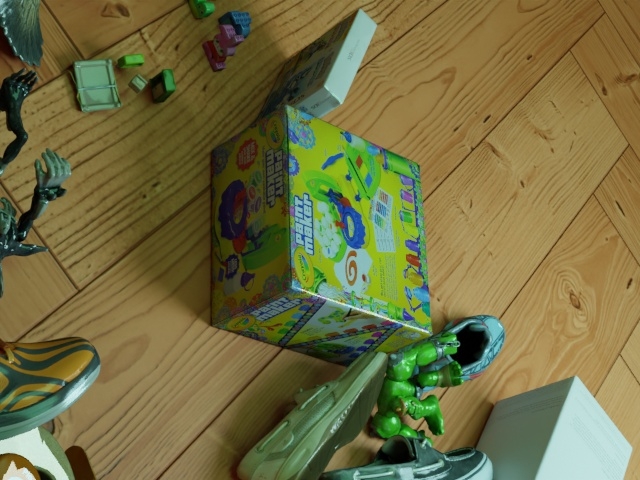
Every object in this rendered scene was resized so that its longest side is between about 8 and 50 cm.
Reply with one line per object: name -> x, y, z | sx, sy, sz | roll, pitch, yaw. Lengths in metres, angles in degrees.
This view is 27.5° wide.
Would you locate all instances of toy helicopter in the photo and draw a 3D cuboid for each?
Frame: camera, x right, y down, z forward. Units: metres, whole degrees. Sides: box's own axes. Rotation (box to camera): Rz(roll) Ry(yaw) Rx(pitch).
toy helicopter -> -0.304, 0.373, 1.465 | 0.235, 0.140, 0.355 | -21, 96, -59

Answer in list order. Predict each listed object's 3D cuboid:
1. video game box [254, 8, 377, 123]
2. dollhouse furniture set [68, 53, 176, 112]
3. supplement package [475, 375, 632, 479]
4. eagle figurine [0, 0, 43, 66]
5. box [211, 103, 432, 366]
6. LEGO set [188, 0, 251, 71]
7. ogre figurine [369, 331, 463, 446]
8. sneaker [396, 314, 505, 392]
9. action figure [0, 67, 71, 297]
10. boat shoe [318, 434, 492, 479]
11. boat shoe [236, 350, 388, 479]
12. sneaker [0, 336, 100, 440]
video game box -> -0.013, -0.246, 2.030 | 0.048, 0.187, 0.205 | 43, 43, -22
dollhouse furniture set -> -0.286, -0.219, 1.854 | 0.151, 0.058, 0.076 | -10, 84, -29
supplement package -> 0.348, 0.390, 2.073 | 0.177, 0.175, 0.293 | 51, 41, -15
eagle figurine -> -0.384, -0.418, 1.738 | 0.298, 0.226, 0.225 | 53, 21, -4
box -> 0.000, 0.000, 1.918 | 0.279, 0.177, 0.290 | 21, 56, -38
LEGO set -> -0.152, -0.389, 2.033 | 0.087, 0.093, 0.227 | -18, 83, -50
ogre figurine -> 0.138, 0.236, 1.976 | 0.118, 0.197, 0.097 | 2, 40, -28
sneaker -> 0.243, 0.177, 2.116 | 0.262, 0.125, 0.104 | -20, 85, -49
action figure -> -0.397, -0.078, 1.571 | 0.164, 0.141, 0.276 | 4, 66, -29
boat shoe -> 0.133, 0.341, 1.910 | 0.335, 0.121, 0.119 | -11, 86, -47
boat shoe -> -0.004, 0.246, 1.830 | 0.098, 0.109, 0.302 | 24, 46, 21
sneaker -> -0.391, 0.125, 1.395 | 0.321, 0.124, 0.180 | -21, 110, -34
